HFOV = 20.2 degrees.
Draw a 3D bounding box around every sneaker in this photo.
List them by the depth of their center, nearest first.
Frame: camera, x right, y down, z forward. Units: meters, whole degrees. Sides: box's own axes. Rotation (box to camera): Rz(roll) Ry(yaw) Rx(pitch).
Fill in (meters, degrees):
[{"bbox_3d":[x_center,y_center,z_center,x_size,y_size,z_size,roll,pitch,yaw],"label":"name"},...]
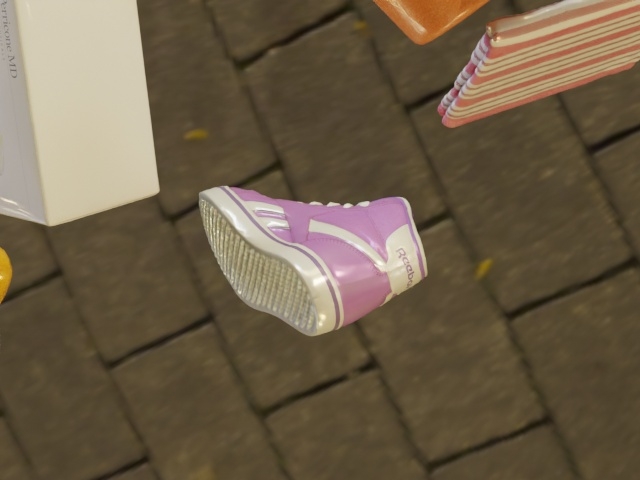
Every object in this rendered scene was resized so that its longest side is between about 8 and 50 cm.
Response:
[{"bbox_3d":[0.000,0.001,1.698,0.282,0.161,0.102,35,143,53],"label":"sneaker"}]

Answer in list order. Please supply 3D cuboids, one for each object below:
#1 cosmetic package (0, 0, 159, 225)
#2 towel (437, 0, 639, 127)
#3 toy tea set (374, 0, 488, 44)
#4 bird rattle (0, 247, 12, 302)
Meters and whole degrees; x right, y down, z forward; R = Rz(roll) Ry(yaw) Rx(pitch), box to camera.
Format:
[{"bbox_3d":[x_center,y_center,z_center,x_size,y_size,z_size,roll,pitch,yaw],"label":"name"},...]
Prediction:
[{"bbox_3d":[-0.281,-0.149,1.689,0.224,0.138,0.224,11,113,45],"label":"cosmetic package"},{"bbox_3d":[0.154,-0.128,1.144,0.144,0.197,0.029,-19,81,-9],"label":"towel"},{"bbox_3d":[0.124,-0.244,1.083,0.200,0.336,0.124,-32,98,34],"label":"toy tea set"},{"bbox_3d":[-0.259,0.061,0.858,0.207,0.143,0.253,13,108,-25],"label":"bird rattle"}]
